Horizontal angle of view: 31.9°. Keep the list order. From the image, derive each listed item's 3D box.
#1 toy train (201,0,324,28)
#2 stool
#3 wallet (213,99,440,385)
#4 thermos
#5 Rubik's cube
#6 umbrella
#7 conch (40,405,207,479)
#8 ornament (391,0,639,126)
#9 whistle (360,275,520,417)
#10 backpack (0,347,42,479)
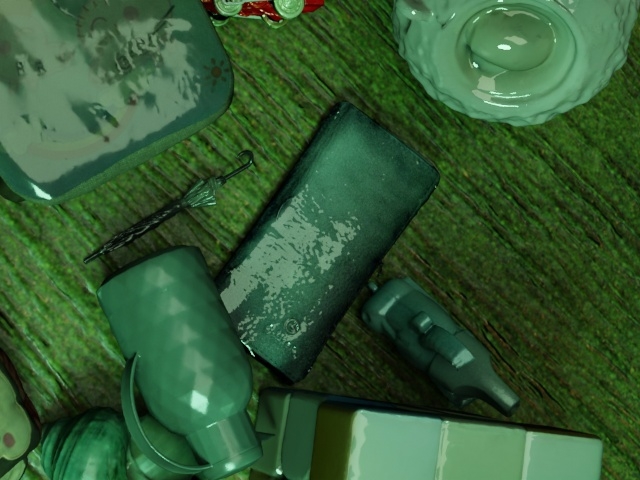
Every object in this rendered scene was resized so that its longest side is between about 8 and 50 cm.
[{"bbox_3d":[-0.090,-0.360,1.520,0.204,0.083,0.131,-4,88,-23],"label":"toy train"},{"bbox_3d":[-0.305,-0.219,1.354,0.310,0.226,0.310,-30,97,-19],"label":"stool"},{"bbox_3d":[0.000,0.000,1.552,0.191,0.046,0.379,38,75,-14],"label":"wallet"},{"bbox_3d":[-0.172,0.161,1.386,0.182,0.145,0.286,-16,78,-41],"label":"thermos"},{"bbox_3d":[0.108,0.380,1.414,0.347,0.344,0.346,12,83,-21],"label":"Rubik's cube"},{"bbox_3d":[-0.194,-0.036,1.490,0.269,0.044,0.044,-35,137,-13],"label":"umbrella"},{"bbox_3d":[-0.259,0.284,1.394,0.202,0.134,0.196,45,32,-7],"label":"conch"},{"bbox_3d":[0.265,-0.332,1.531,0.337,0.337,0.337,1,86,-21],"label":"ornament"},{"bbox_3d":[0.163,0.144,1.539,0.093,0.186,0.274,-43,65,-13],"label":"whistle"},{"bbox_3d":[-0.455,0.213,1.320,0.229,0.139,0.229,-8,106,-32],"label":"backpack"}]
